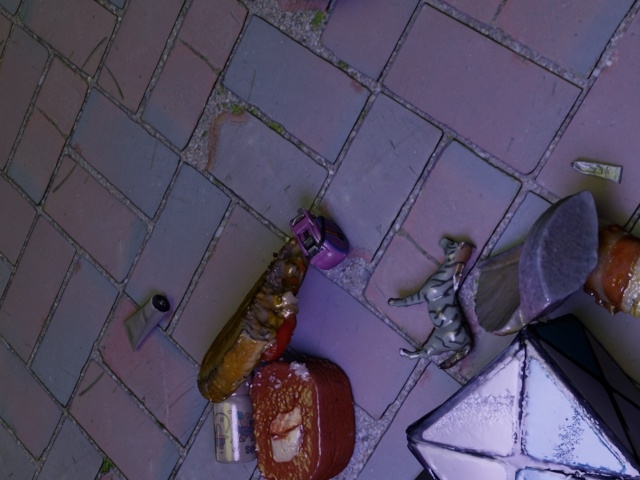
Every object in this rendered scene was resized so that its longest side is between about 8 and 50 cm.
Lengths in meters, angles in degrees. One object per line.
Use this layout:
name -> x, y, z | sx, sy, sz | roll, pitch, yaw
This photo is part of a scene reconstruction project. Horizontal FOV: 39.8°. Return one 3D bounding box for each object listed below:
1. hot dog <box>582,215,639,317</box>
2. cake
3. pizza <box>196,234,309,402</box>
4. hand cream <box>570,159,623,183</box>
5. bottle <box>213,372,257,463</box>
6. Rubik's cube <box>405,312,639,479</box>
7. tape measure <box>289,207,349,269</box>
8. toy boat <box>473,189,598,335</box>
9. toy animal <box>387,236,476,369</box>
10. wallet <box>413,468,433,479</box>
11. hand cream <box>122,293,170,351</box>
hot dog -> 0.512, 0.044, 1.523 | 0.213, 0.103, 0.146 | 44, 112, 47
cake -> -0.035, 0.380, 1.865 | 0.177, 0.151, 0.283 | -14, 76, 38
pizza -> -0.106, 0.151, 1.830 | 0.130, 0.406, 0.440 | 35, 153, -5
hand cream -> 0.494, -0.126, 1.587 | 0.093, 0.019, 0.030 | 17, 100, 32
bottle -> -0.189, 0.393, 2.006 | 0.110, 0.097, 0.209 | -3, 87, 6
Rubik's cube -> 0.375, 0.332, 1.483 | 0.305, 0.310, 0.307 | -45, 68, 27
tape measure -> 0.000, 0.000, 1.868 | 0.074, 0.118, 0.125 | -39, 52, 24
toy boat -> 0.360, 0.065, 1.522 | 0.111, 0.276, 0.293 | 32, 133, -6
toy animal -> 0.215, 0.122, 1.737 | 0.170, 0.090, 0.255 | -1, 91, 31
wallet -> 0.255, 0.498, 1.727 | 0.149, 0.044, 0.250 | 44, 112, 23
hand cream -> -0.437, 0.196, 2.211 | 0.186, 0.054, 0.087 | -43, 62, 33
